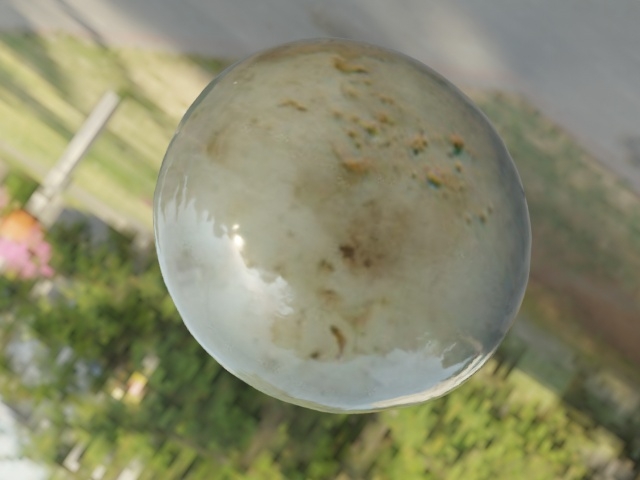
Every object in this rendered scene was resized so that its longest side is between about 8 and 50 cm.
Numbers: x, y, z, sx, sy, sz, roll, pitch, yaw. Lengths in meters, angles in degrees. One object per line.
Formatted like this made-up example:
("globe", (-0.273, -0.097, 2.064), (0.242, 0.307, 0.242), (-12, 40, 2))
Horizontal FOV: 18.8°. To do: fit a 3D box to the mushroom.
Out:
("mushroom", (0.000, 0.000, 1.214), (0.243, 0.243, 0.243), (35, 175, 4))
